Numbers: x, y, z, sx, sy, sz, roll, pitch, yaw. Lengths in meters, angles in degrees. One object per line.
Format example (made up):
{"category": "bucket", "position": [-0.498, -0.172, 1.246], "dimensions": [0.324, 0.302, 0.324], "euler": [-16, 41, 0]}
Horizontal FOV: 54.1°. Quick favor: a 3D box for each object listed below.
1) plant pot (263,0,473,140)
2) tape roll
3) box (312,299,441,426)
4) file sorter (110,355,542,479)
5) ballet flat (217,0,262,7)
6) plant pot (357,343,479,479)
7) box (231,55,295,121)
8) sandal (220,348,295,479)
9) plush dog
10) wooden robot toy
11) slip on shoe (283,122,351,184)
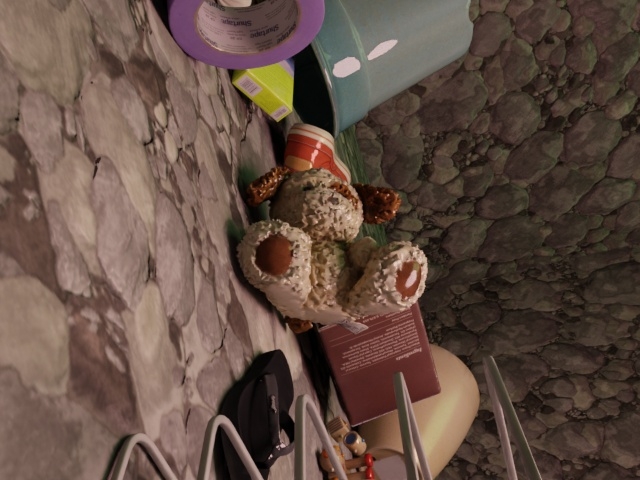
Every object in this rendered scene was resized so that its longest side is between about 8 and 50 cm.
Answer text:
{"category": "plant pot", "position": [0.092, -0.412, 1.236], "dimensions": [0.341, 0.334, 0.341], "euler": [60, -11, 20]}
{"category": "tape roll", "position": [-0.093, -0.299, 0.767], "dimensions": [0.189, 0.189, 0.080], "euler": [53, 24, -66]}
{"category": "box", "position": [0.083, 0.166, 1.073], "dimensions": [0.168, 0.167, 0.203], "euler": [-121, -167, -67]}
{"category": "file sorter", "position": [0.015, 0.211, 0.408], "dimensions": [0.173, 0.278, 0.193], "euler": [-91, 164, -59]}
{"category": "ballet flat", "position": [-0.135, -0.414, 1.045], "dimensions": [0.248, 0.086, 0.086], "euler": [-74, 149, -73]}
{"category": "plant pot", "position": [0.178, 0.386, 1.290], "dimensions": [0.274, 0.256, 0.256], "euler": [-45, 122, -60]}
{"category": "box", "position": [-0.092, -0.297, 1.061], "dimensions": [0.109, 0.042, 0.178], "euler": [37, 37, -34]}
{"category": "sandal", "position": [-0.055, 0.186, 0.693], "dimensions": [0.254, 0.054, 0.097], "euler": [-72, 146, -72]}
{"category": "plush dog", "position": [0.000, 0.000, 0.905], "dimensions": [0.210, 0.262, 0.225], "euler": [128, -32, -59]}
{"category": "wooden robot toy", "position": [0.033, 0.333, 0.961], "dimensions": [0.079, 0.076, 0.173], "euler": [56, 19, -33]}
{"category": "slip on shoe", "position": [-0.013, -0.137, 1.290], "dimensions": [0.331, 0.123, 0.101], "euler": [53, 56, -77]}
